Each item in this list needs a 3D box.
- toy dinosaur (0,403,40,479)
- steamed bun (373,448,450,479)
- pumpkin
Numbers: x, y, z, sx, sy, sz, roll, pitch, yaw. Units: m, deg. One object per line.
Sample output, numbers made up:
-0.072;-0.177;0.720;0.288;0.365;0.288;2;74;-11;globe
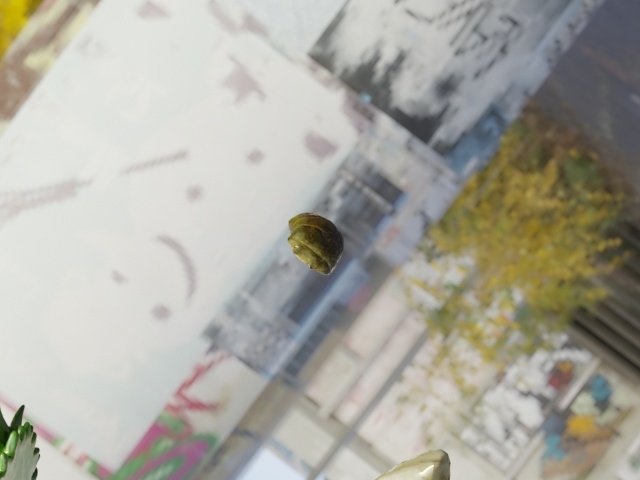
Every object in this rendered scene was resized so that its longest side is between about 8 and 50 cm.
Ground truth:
-0.361;0.211;1.485;0.177;0.194;0.152;17;155;9;toy dinosaur
0.017;0.264;1.059;0.428;0.247;0.189;123;135;-59;steamed bun
0.000;-0.001;1.301;0.050;0.028;0.083;39;-159;-14;pumpkin
